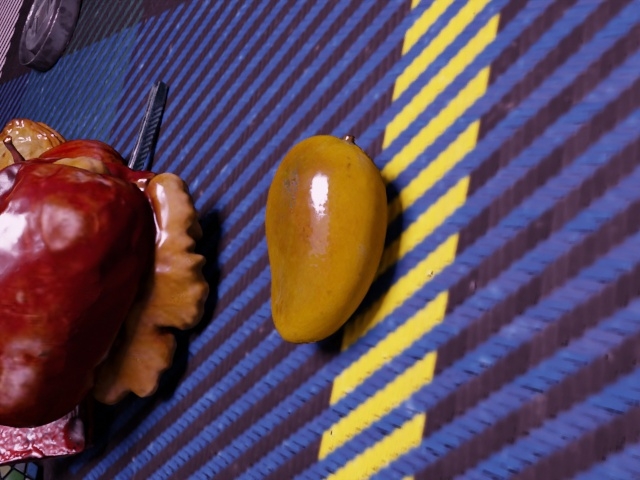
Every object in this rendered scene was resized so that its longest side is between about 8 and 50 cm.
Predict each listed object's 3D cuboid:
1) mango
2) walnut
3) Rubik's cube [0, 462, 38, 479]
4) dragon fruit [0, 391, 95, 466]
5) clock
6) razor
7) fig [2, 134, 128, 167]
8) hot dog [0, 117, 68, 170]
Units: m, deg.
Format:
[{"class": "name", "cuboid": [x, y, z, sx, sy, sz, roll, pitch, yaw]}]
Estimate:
[{"class": "mango", "cuboid": [0.000, 0.000, 0.410, 0.103, 0.076, 0.161, 5, 83, 39]}, {"class": "walnut", "cuboid": [-0.238, 0.048, 0.547, 0.222, 0.243, 0.269, -133, 57, -82]}, {"class": "Rubik's cube", "cuboid": [-0.432, 0.320, 0.680, 0.133, 0.133, 0.112, -8, 38, 42]}, {"class": "dragon fruit", "cuboid": [-0.331, 0.215, 0.641, 0.147, 0.096, 0.102, 1, 77, -1]}, {"class": "clock", "cuboid": [-0.565, -0.459, 1.114, 0.214, 0.042, 0.215, -16, 66, 39]}, {"class": "razor", "cuboid": [-0.230, -0.121, 0.695, 0.066, 0.033, 0.190, -3, 74, 43]}, {"class": "fig", "cuboid": [-0.318, -0.077, 0.697, 0.128, 0.150, 0.129, -1, 86, 14]}, {"class": "hot dog", "cuboid": [-0.442, -0.058, 0.822, 0.175, 0.114, 0.259, -38, 55, 23]}]
